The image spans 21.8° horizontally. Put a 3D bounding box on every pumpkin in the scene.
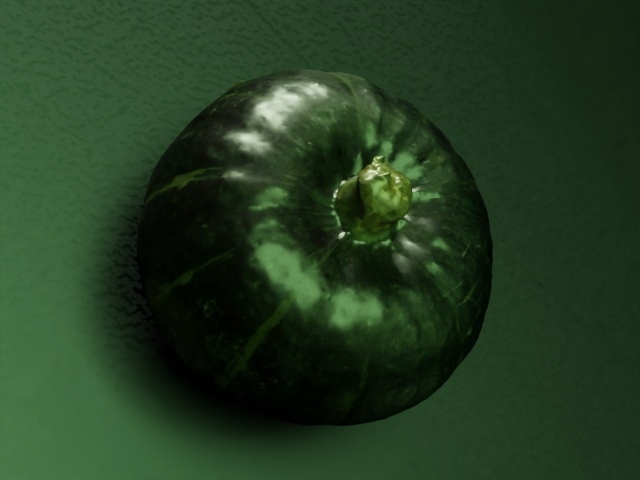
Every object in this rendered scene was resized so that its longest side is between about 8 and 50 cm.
[{"bbox_3d":[-0.002,0.001,0.753,0.167,0.125,0.167,1,67,-2],"label":"pumpkin"}]
